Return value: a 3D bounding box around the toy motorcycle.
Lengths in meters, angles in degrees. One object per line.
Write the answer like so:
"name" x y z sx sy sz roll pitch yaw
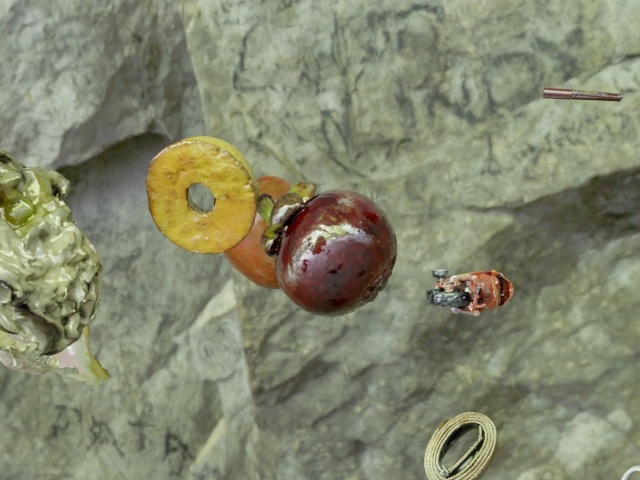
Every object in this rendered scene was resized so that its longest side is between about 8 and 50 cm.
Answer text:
"toy motorcycle" 0.327 0.110 1.642 0.171 0.089 0.298 4 2 19

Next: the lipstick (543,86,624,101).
"lipstick" 0.606 -0.336 1.746 0.176 0.027 0.027 7 -32 15

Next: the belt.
"belt" 0.133 0.201 0.724 0.083 0.059 0.036 -47 -27 -10

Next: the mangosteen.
"mangosteen" 0.000 0.000 1.234 0.215 0.257 0.215 -43 -18 -17

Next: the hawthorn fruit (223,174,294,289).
"hawthorn fruit" -0.090 0.000 1.576 0.210 0.210 0.262 -35 -77 29

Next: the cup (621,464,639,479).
"cup" 0.689 0.560 1.533 0.173 0.134 0.142 26 -62 14

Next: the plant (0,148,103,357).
"plant" -0.172 0.015 0.353 0.122 0.117 0.104 -32 -7 17

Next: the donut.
"donut" -0.141 -0.059 0.929 0.151 0.058 0.152 4 -63 8

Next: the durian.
"durian" -0.339 0.119 0.918 0.078 0.140 0.224 -15 -45 17
